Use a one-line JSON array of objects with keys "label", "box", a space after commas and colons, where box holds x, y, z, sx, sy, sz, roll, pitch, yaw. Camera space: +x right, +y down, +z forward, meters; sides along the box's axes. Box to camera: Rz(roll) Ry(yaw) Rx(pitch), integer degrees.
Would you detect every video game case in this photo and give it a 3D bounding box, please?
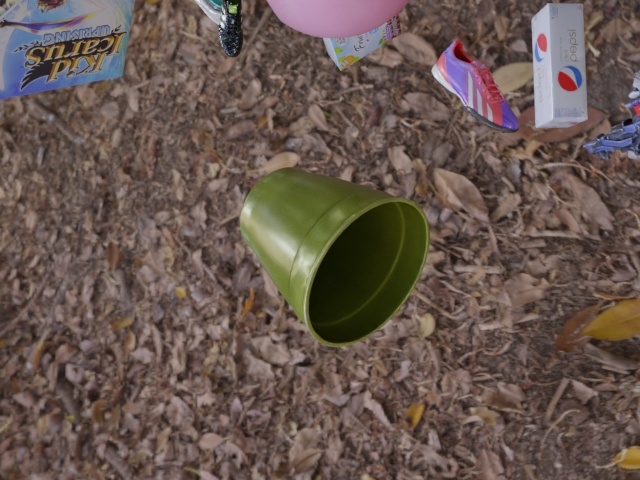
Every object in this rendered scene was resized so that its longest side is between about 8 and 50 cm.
[{"label": "video game case", "box": [-0.322, -0.260, 0.647, 0.061, 0.269, 0.244, 50, 138, 16]}]

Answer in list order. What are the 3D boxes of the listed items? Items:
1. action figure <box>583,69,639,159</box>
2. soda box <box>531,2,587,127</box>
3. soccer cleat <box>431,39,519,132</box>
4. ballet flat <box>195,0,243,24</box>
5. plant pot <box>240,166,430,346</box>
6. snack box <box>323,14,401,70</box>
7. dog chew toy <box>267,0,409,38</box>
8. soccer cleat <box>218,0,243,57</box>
[{"label": "action figure", "box": [0.728, -0.219, 1.266, 0.178, 0.330, 0.341, -41, 13, -12]}, {"label": "soda box", "box": [0.442, -0.322, 1.145, 0.074, 0.069, 0.216, 161, 108, -84]}, {"label": "soccer cleat", "box": [0.432, -0.416, 1.675, 0.318, 0.109, 0.116, 53, 132, 28]}, {"label": "ballet flat", "box": [-0.345, -0.715, 1.606, 0.139, 0.139, 0.400, -41, 83, 27]}, {"label": "plant pot", "box": [0.000, 0.000, 1.446, 0.353, 0.366, 0.366, 34, 104, 40]}, {"label": "snack box", "box": [0.083, -0.504, 1.385, 0.174, 0.207, 0.070, -31, 65, 0]}, {"label": "dog chew toy", "box": [0.082, -0.332, 0.562, 0.332, 0.206, 0.206, -27, 64, 9]}, {"label": "soccer cleat", "box": [-0.213, -0.531, 1.473, 0.072, 0.060, 0.178, -146, 57, -76]}]
